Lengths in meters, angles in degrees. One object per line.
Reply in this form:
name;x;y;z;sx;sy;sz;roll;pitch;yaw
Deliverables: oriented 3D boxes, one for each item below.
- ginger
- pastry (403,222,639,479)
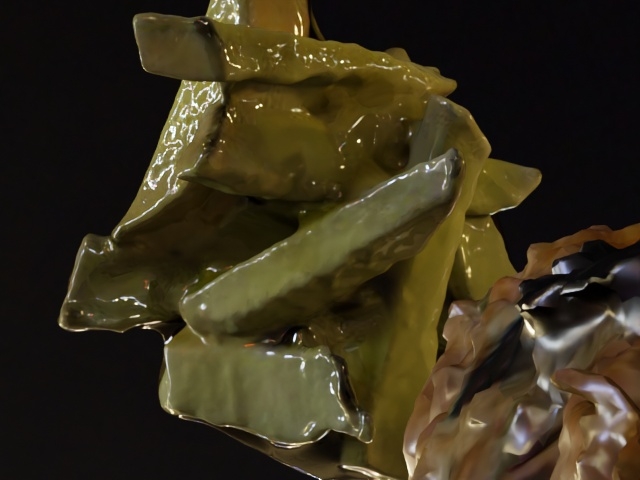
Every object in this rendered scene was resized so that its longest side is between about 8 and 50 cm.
ginger;0.000;0.000;1.147;0.413;0.358;0.211;49;-13;-2
pastry;0.175;0.104;0.477;0.337;0.405;0.292;-5;-60;55
